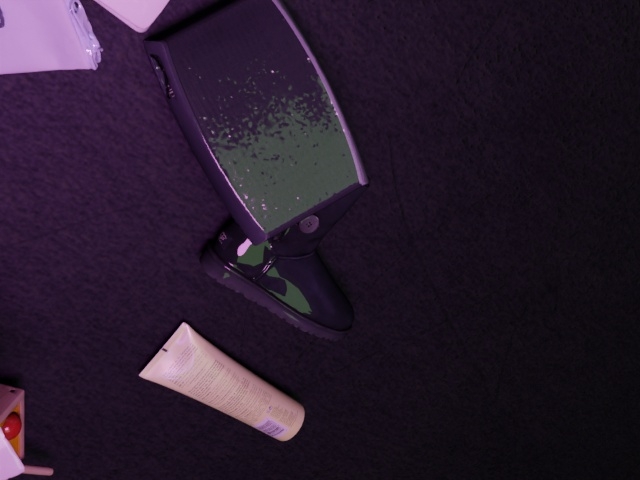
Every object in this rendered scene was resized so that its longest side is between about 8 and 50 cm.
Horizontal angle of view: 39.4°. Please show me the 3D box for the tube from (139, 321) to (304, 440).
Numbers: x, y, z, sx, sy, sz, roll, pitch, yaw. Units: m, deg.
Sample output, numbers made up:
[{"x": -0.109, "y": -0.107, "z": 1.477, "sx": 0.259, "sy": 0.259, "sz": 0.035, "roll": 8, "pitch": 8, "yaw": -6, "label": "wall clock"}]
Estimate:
[{"x": -0.123, "y": 0.197, "z": 1.210, "sx": 0.240, "sy": 0.062, "sz": 0.070, "roll": 36, "pitch": 56, "yaw": -33, "label": "tube"}]

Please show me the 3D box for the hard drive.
[{"x": -0.062, "y": -0.136, "z": 0.972, "sx": 0.172, "sy": 0.054, "sz": 0.255, "roll": -29, "pitch": 104, "yaw": -7, "label": "hard drive"}]

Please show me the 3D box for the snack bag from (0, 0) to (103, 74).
[{"x": -0.373, "y": -0.256, "z": 0.691, "sx": 0.342, "sy": 0.037, "sz": 0.323, "roll": -4, "pitch": 136, "yaw": 6, "label": "snack bag"}]

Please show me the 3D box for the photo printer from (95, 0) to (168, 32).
[{"x": -0.169, "y": -0.378, "z": 0.787, "sx": 0.256, "sy": 0.107, "sz": 0.307, "roll": 31, "pitch": 102, "yaw": -36, "label": "photo printer"}]

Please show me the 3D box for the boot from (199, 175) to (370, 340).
[{"x": 0.000, "y": 0.000, "z": 1.118, "sx": 0.246, "sy": 0.094, "sz": 0.207, "roll": 31, "pitch": 106, "yaw": -31, "label": "boot"}]

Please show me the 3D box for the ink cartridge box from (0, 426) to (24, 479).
[{"x": -0.490, "y": 0.096, "z": 0.830, "sx": 0.308, "sy": 0.091, "sz": 0.385, "roll": -21, "pitch": 111, "yaw": 2, "label": "ink cartridge box"}]

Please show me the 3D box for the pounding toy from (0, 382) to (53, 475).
[{"x": -0.390, "y": 0.251, "z": 1.056, "sx": 0.100, "sy": 0.130, "sz": 0.141, "roll": 14, "pitch": 118, "yaw": 7, "label": "pounding toy"}]
